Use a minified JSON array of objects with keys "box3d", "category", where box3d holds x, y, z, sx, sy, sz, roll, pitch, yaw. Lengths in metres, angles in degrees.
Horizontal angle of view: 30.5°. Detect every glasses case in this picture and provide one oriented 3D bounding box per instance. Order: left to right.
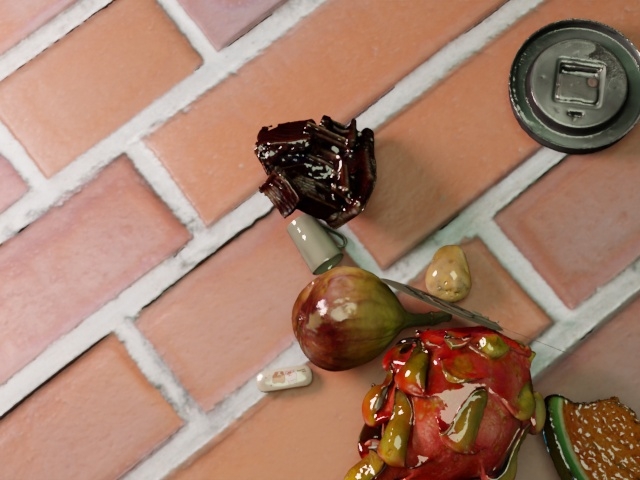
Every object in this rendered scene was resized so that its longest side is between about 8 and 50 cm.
[{"box3d":[-0.053,0.204,1.728,0.083,0.021,0.032,-9,73,1],"category":"glasses case"}]

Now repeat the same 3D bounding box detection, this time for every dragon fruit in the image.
[{"box3d":[0.162,0.242,1.613,0.307,0.227,0.243,-19,72,12],"category":"dragon fruit"}]

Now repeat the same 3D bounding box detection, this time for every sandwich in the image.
[{"box3d":[0.397,0.311,1.653,0.235,0.079,0.159,41,71,9],"category":"sandwich"}]

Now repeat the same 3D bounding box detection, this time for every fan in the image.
[{"box3d":[0.230,0.109,1.648,0.329,0.191,0.009,21,93,-15],"category":"fan"}]

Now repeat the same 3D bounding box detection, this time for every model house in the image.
[{"box3d":[-0.013,-0.112,1.731,0.164,0.203,0.141,30,112,-17],"category":"model house"}]

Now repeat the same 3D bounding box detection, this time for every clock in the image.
[{"box3d":[0.396,-0.236,1.812,0.214,0.042,0.215,-1,75,2],"category":"clock"}]

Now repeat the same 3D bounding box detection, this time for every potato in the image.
[{"box3d":[0.191,0.049,1.742,0.068,0.062,0.083,10,56,-4],"category":"potato"}]

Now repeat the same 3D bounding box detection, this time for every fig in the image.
[{"box3d":[0.071,0.095,1.691,0.230,0.160,0.143,-23,92,-13],"category":"fig"}]

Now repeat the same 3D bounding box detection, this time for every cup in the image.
[{"box3d":[-0.001,-0.001,1.764,0.075,0.054,0.083,-32,73,-5],"category":"cup"}]
